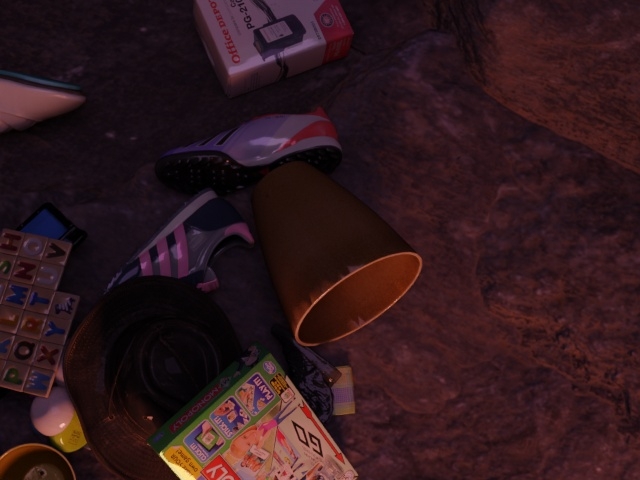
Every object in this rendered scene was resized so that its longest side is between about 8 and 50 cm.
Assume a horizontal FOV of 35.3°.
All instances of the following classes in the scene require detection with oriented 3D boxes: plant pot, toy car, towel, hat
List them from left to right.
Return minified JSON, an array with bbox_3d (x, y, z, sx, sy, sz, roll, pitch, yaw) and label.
[{"bbox_3d":[-0.434,0.377,1.540,0.134,0.095,0.134,1,80,-4],"label":"plant pot"},{"bbox_3d":[-0.393,0.236,1.572,0.136,0.159,0.182,4,71,31],"label":"toy car"},{"bbox_3d":[-0.214,0.212,1.520,0.331,0.134,0.331,6,79,-36],"label":"hat"},{"bbox_3d":[0.000,0.000,1.640,0.237,0.237,0.254,-27,65,-12],"label":"plant pot"},{"bbox_3d":[0.026,0.249,1.674,0.060,0.009,0.083,-5,77,-9],"label":"towel"}]

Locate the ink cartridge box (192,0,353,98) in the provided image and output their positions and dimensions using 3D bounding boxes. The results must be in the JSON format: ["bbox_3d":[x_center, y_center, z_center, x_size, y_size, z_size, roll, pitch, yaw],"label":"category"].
[{"bbox_3d":[-0.087,-0.378,1.773,0.237,0.100,0.172,-22,79,-12],"label":"ink cartridge box"}]

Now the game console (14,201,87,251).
[{"bbox_3d":[-0.458,0.004,1.650,0.122,0.107,0.071,-46,113,-14],"label":"game console"}]

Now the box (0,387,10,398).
[{"bbox_3d":[-0.579,0.135,1.584,0.184,0.103,0.261,-40,84,-18],"label":"box"}]

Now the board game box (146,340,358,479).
[{"bbox_3d":[-0.092,0.331,1.518,0.213,0.046,0.317,-42,127,-14],"label":"board game box"}]

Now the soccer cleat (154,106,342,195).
[{"bbox_3d":[-0.126,-0.157,1.722,0.318,0.108,0.116,-9,57,-7],"label":"soccer cleat"}]

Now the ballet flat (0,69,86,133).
[{"bbox_3d":[-0.592,-0.241,1.679,0.400,0.139,0.139,14,75,1],"label":"ballet flat"}]

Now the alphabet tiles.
[{"bbox_3d":[-0.467,0.102,1.526,0.198,0.009,0.237,11,74,11],"label":"alphabet tiles"}]

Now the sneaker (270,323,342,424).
[{"bbox_3d":[-0.034,0.218,1.651,0.170,0.051,0.089,37,84,12],"label":"sneaker"}]

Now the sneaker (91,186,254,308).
[{"bbox_3d":[-0.241,0.061,1.638,0.131,0.112,0.319,40,76,7],"label":"sneaker"}]
